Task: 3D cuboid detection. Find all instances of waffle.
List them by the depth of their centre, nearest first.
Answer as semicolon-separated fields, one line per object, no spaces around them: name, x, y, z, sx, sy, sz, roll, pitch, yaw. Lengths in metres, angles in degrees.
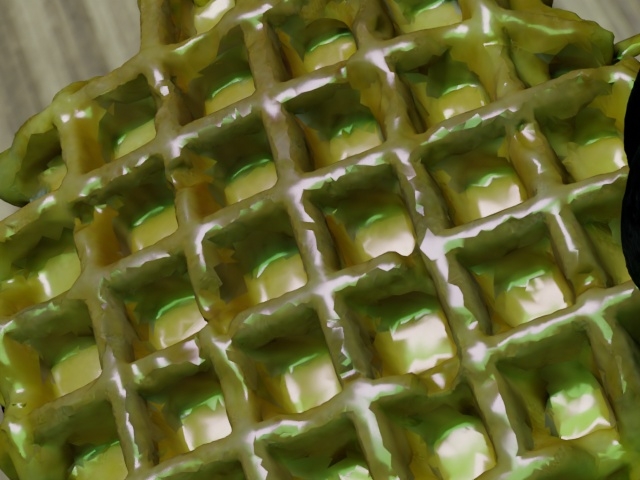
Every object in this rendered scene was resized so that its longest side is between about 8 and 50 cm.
waffle;0.008;0.004;0.715;0.329;0.062;0.329;-11;59;19

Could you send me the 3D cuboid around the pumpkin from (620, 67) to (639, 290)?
pumpkin;0.197;-0.016;0.569;0.221;0.162;0.220;-1;77;5
